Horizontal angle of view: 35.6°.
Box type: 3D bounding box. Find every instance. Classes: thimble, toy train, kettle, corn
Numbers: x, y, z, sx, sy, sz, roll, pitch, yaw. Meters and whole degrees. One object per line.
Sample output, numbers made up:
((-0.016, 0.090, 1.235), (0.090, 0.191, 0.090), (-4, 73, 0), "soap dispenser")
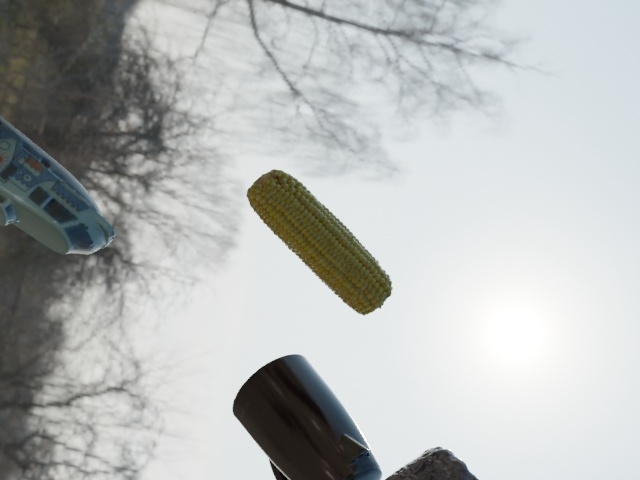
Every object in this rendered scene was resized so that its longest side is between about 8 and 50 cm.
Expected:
((0.146, 0.328, 1.196), (0.150, 0.098, 0.150), (55, -14, 20), "thimble")
((-0.203, -0.059, 0.556), (0.047, 0.207, 0.043), (-54, -171, -26), "toy train")
((-0.022, 0.318, 1.506), (0.232, 0.144, 0.202), (48, -53, 33), "kettle")
((0.000, 0.000, 1.403), (0.081, 0.248, 0.081), (-44, -174, 6), "corn")
